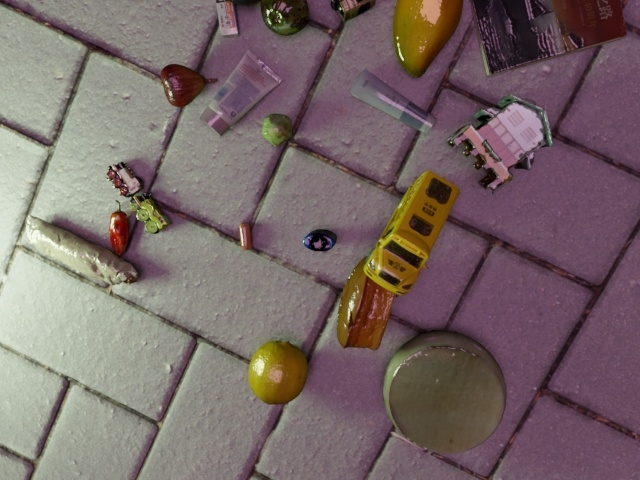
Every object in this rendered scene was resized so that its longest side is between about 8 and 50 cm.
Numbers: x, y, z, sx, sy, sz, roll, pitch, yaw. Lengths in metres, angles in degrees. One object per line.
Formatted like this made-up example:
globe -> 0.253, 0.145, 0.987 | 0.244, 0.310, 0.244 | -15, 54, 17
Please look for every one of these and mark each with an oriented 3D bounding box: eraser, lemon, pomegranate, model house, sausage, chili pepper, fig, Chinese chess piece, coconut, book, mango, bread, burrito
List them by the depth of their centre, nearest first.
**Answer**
model house -> 0.475, -0.264, 1.382 | 0.215, 0.224, 0.199 | -37, 90, 13
mango -> 0.286, -0.605, 1.411 | 0.176, 0.119, 0.317 | 16, 108, 1
book -> 0.608, -0.625, 1.415 | 0.373, 0.028, 0.263 | -14, 94, 8
pomegranate -> -0.091, -0.649, 1.434 | 0.138, 0.125, 0.163 | 22, 99, 10
bread -> 0.126, 0.181, 1.487 | 0.142, 0.195, 0.270 | 13, 98, -3
eraser -> -0.267, -0.650, 1.501 | 0.052, 0.029, 0.122 | -6, 96, 7
fig -> -0.382, -0.439, 1.503 | 0.152, 0.119, 0.119 | 10, 99, -6
coconut -> -0.126, -0.317, 1.504 | 0.087, 0.088, 0.096 | 1, 92, 6
Chinese chess piece -> 0.356, 0.435, 1.519 | 0.348, 0.146, 0.350 | 1, 98, 6
lemon -> -0.126, 0.395, 1.550 | 0.178, 0.178, 0.203 | 16, 97, 4
sausage -> -0.226, -0.011, 1.578 | 0.034, 0.034, 0.084 | -5, 96, 7
chili pepper -> -0.617, -0.034, 1.609 | 0.059, 0.050, 0.191 | 9, 110, 2
burrito -> -0.740, 0.046, 1.620 | 0.391, 0.076, 0.117 | 26, 127, 2

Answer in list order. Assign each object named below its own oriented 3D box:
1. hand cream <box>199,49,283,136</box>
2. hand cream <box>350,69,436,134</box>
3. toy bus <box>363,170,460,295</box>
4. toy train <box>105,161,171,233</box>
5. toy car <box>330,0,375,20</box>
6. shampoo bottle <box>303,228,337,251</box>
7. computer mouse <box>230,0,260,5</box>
hand cream -> -0.241, -0.421, 1.513 | 0.133, 0.083, 0.248 | 43, 89, -2
hand cream -> 0.207, -0.387, 1.478 | 0.255, 0.048, 0.080 | 33, 94, 4
toy bus -> 0.250, -0.022, 1.405 | 0.144, 0.152, 0.330 | 31, 62, 1
toy train -> -0.556, -0.131, 1.590 | 0.085, 0.053, 0.250 | -37, 92, 1
toy car -> 0.056, -0.740, 1.420 | 0.124, 0.101, 0.257 | -22, 96, 4
shampoo bottle -> 0.000, 0.000, 1.480 | 0.087, 0.183, 0.050 | 7, 97, 5
computer mouse -> -0.202, -0.810, 1.420 | 0.182, 0.116, 0.324 | 3, 94, -8
